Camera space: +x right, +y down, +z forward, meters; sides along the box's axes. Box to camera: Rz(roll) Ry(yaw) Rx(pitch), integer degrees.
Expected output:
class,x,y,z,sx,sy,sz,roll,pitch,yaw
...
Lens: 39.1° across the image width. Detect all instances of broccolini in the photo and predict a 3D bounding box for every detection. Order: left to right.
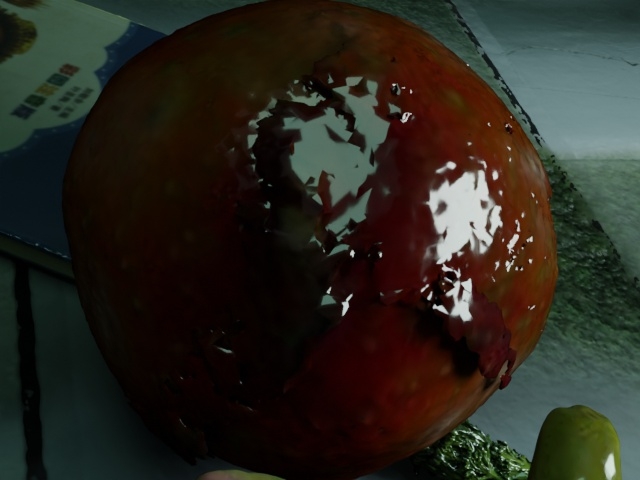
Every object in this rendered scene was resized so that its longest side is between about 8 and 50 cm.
class,x,y,z,sx,sy,sz,roll,pitch,yaw
broccolini,0.165,0.177,0.574,0.239,0.051,0.054,28,83,9

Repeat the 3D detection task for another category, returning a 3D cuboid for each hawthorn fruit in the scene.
class,x,y,z,sx,sy,sz,roll,pitch,yaw
hawthorn fruit,-0.013,-0.006,0.540,0.316,0.316,0.316,8,44,-8

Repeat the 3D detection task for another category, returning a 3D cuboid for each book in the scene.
class,x,y,z,sx,sy,sz,roll,pitch,yaw
book,-0.263,-0.120,0.760,0.428,0.039,0.300,20,44,6

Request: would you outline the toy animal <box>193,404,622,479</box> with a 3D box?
class,x,y,z,sx,sy,sz,roll,pitch,yaw
toy animal,0.075,0.179,0.434,0.363,0.181,0.180,21,32,20
